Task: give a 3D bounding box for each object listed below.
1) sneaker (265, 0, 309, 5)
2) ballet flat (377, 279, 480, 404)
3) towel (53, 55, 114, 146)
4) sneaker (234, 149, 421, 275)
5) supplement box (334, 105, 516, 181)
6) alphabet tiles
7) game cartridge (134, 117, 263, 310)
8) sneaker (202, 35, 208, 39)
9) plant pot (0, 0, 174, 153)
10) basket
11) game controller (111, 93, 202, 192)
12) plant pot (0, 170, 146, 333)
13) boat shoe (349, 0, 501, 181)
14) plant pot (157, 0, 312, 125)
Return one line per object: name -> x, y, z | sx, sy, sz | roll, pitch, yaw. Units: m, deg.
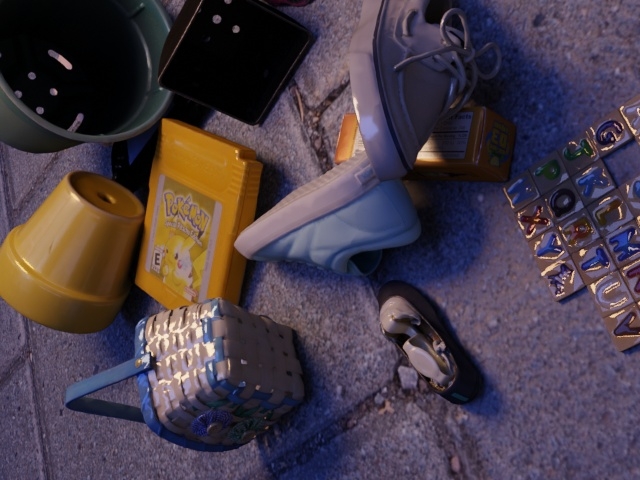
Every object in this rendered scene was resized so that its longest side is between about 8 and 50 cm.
sneaker -> -0.056, -0.426, 1.195 | 0.119, 0.047, 0.057 | 21, 85, 44
ballet flat -> 0.119, 0.119, 0.890 | 0.074, 0.074, 0.203 | -55, 49, 22
towel -> -0.482, -0.416, 1.569 | 0.317, 0.053, 0.331 | 41, 119, 35
sneaker -> 0.000, 0.000, 0.996 | 0.150, 0.135, 0.366 | 55, 151, -7
supplement box -> 0.129, -0.122, 0.923 | 0.233, 0.078, 0.080 | 10, 86, 45
alphabet tiles -> 0.317, -0.013, 0.761 | 0.198, 0.009, 0.237 | -37, 57, 34
game cartridge -> -0.222, -0.027, 1.241 | 0.285, 0.053, 0.323 | 26, 111, 45
sneaker -> -0.252, -0.407, 1.386 | 0.109, 0.040, 0.043 | -9, 74, 44
plant pot -> -0.490, -0.315, 1.342 | 0.334, 0.341, 0.341 | -11, 75, 53
basket -> -0.193, 0.212, 1.057 | 0.289, 0.255, 0.201 | -25, 58, 29
game controller -> -0.326, -0.234, 1.409 | 0.319, 0.067, 0.166 | -44, 54, 30
plant pot -> -0.458, 0.008, 1.369 | 0.239, 0.254, 0.254 | -56, 49, 17
boat shoe -> 0.130, -0.208, 0.838 | 0.157, 0.135, 0.367 | -11, 36, 18
plant pot -> -0.159, -0.336, 1.189 | 0.187, 0.188, 0.167 | -54, 38, 24
